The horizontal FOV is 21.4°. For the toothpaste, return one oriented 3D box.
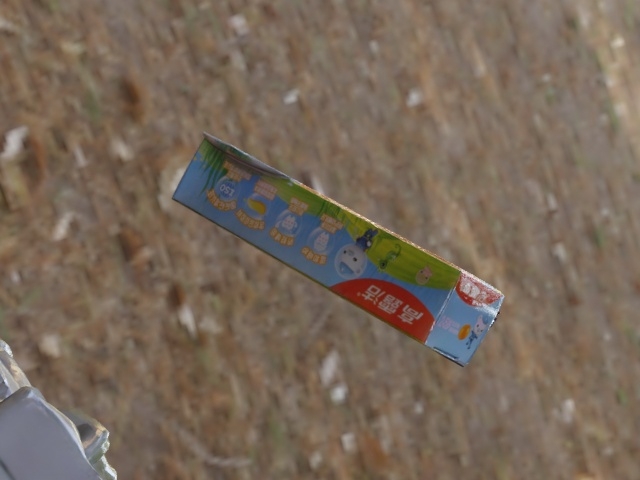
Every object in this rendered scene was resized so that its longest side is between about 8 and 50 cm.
[{"bbox_3d":[0.000,0.000,0.890,0.070,0.193,0.044,28,91,-53],"label":"toothpaste"}]

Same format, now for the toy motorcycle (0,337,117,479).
[{"bbox_3d":[-0.077,0.109,0.502,0.073,0.152,0.225,-36,73,-22],"label":"toy motorcycle"}]
